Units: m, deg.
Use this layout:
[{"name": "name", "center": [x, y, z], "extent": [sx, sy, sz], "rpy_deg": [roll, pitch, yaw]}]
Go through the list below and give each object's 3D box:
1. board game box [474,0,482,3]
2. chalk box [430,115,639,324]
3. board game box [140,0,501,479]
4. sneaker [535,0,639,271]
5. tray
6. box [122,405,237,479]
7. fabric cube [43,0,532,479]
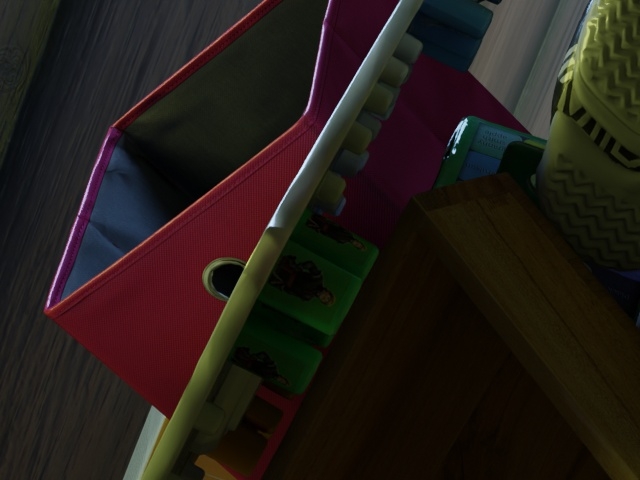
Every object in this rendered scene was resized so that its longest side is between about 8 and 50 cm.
[{"name": "board game box", "center": [0.184, -0.288, 1.212], "extent": [0.303, 0.097, 0.224], "rpy_deg": [-27, -29, -44]}, {"name": "chalk box", "center": [0.113, 0.025, 1.132], "extent": [0.132, 0.132, 0.213], "rpy_deg": [-63, -8, -48]}, {"name": "board game box", "center": [-0.028, 0.065, 1.069], "extent": [0.390, 0.050, 0.390], "rpy_deg": [-63, -1, 33]}, {"name": "sneaker", "center": [0.220, -0.163, 1.034], "extent": [0.210, 0.137, 0.366], "rpy_deg": [-89, 24, -75]}, {"name": "tray", "center": [0.057, 0.179, 1.075], "extent": [0.203, 0.076, 0.411], "rpy_deg": [53, 137, 27]}, {"name": "box", "center": [-0.092, 0.299, 1.795], "extent": [0.168, 0.215, 0.345], "rpy_deg": [-90, 20, -71]}, {"name": "fabric cube", "center": [0.000, 0.000, 1.416], "extent": [0.254, 0.258, 0.259], "rpy_deg": [-35, 24, 27]}]
